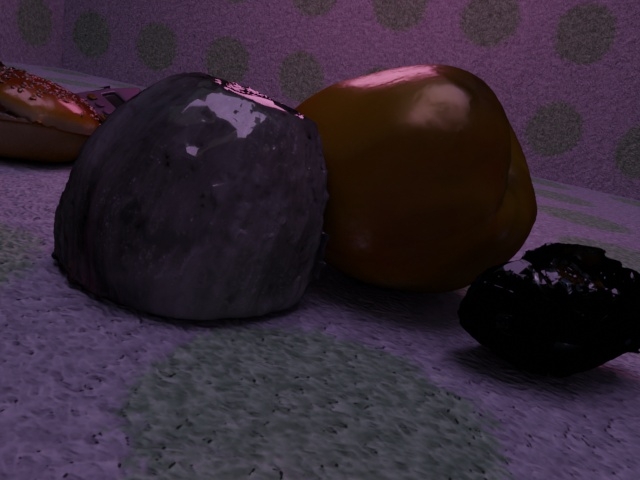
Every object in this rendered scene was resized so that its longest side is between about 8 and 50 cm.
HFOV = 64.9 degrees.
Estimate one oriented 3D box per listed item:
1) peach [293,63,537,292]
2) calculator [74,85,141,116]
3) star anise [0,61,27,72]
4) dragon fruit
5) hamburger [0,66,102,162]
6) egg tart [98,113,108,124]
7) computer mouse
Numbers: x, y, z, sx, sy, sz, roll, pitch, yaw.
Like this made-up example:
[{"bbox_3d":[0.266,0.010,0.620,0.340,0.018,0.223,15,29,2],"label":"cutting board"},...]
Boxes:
[{"bbox_3d":[0.094,-0.075,0.634,0.308,0.288,0.289,-8,4,33],"label":"peach"},{"bbox_3d":[-0.518,-0.286,1.159,0.294,0.043,0.194,-24,55,-39],"label":"calculator"},{"bbox_3d":[-0.759,-0.335,1.069,0.347,0.148,0.237,21,45,13],"label":"star anise"},{"bbox_3d":[-0.143,-0.063,0.524,0.283,0.221,0.204,29,18,38],"label":"dragon fruit"},{"bbox_3d":[-0.512,-0.221,0.895,0.237,0.147,0.237,14,17,-4],"label":"hamburger"},{"bbox_3d":[-0.399,-0.198,1.005,0.130,0.052,0.130,41,-5,4],"label":"egg tart"},{"bbox_3d":[0.244,0.081,0.488,0.242,0.146,0.077,7,45,-17],"label":"computer mouse"}]
